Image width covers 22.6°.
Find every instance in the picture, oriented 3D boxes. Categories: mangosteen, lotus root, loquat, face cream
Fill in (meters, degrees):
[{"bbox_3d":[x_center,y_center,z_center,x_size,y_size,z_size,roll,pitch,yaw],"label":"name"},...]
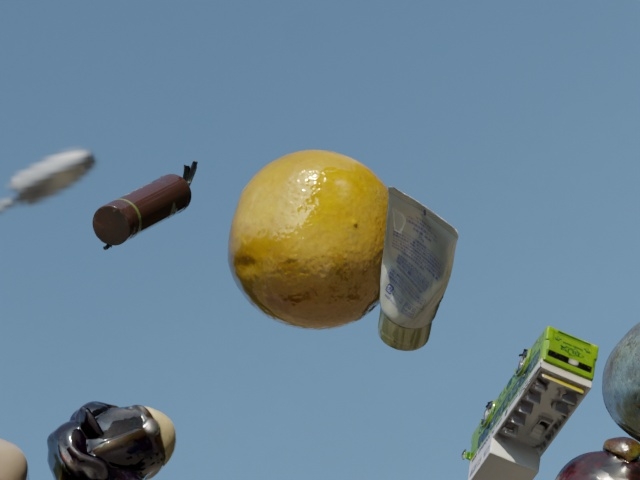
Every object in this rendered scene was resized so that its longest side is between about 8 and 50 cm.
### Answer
[{"bbox_3d":[0.351,0.305,1.921,0.152,0.152,0.152,-11,-32,-7],"label":"mangosteen"},{"bbox_3d":[0.390,0.141,1.632,0.158,0.140,0.322,16,-16,-4],"label":"lotus root"},{"bbox_3d":[0.000,0.000,2.331,0.275,0.275,0.275,-11,-32,-7],"label":"loquat"},{"bbox_3d":[0.120,0.039,2.011,0.070,0.114,0.224,-32,-35,-35],"label":"face cream"}]

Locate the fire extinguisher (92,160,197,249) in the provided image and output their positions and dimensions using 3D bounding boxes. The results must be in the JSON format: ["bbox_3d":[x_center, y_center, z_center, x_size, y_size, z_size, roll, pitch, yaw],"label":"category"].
[{"bbox_3d":[-0.171,-0.035,1.615,0.158,0.043,0.064,-33,-33,-60],"label":"fire extinguisher"}]

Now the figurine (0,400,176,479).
[{"bbox_3d":[-0.298,0.296,1.687,0.412,0.306,0.241,-5,-19,-22],"label":"figurine"}]

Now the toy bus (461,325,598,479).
[{"bbox_3d":[0.335,0.281,2.573,0.113,0.139,0.301,22,-49,-5],"label":"toy bus"}]
